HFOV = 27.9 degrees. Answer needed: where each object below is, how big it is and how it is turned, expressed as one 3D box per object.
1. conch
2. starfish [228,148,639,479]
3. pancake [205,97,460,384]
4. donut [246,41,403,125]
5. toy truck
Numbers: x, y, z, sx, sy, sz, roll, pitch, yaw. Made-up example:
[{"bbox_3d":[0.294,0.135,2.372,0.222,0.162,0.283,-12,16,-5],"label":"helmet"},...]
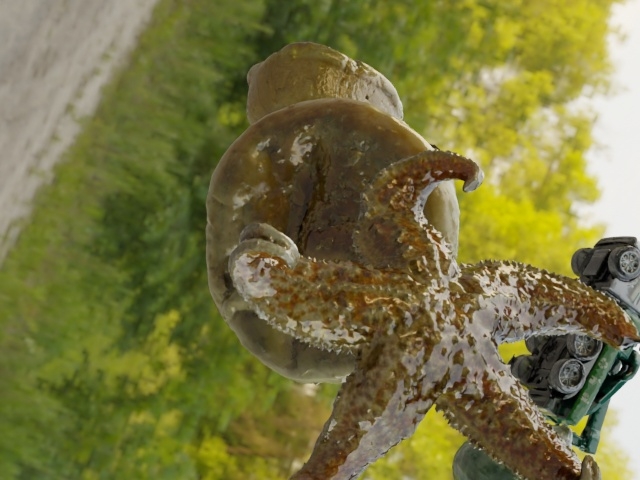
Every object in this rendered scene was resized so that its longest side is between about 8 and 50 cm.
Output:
[{"bbox_3d":[0.292,0.379,1.921,0.195,0.220,0.277,5,120,-49],"label":"conch"},{"bbox_3d":[0.085,0.079,0.928,0.312,0.303,0.113,-38,171,-29],"label":"starfish"},{"bbox_3d":[0.001,0.000,1.679,0.082,0.387,0.386,3,110,-62],"label":"pancake"},{"bbox_3d":[0.008,-0.209,2.064,0.208,0.261,0.128,-26,-135,52],"label":"donut"},{"bbox_3d":[0.470,0.172,2.214,0.363,0.178,0.176,-61,-163,-12],"label":"toy truck"}]
